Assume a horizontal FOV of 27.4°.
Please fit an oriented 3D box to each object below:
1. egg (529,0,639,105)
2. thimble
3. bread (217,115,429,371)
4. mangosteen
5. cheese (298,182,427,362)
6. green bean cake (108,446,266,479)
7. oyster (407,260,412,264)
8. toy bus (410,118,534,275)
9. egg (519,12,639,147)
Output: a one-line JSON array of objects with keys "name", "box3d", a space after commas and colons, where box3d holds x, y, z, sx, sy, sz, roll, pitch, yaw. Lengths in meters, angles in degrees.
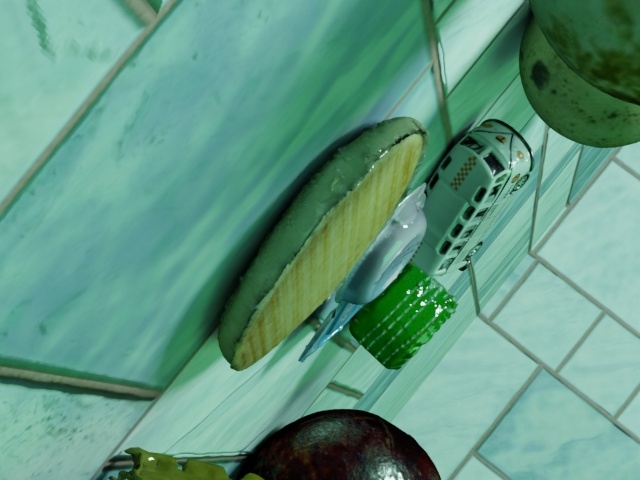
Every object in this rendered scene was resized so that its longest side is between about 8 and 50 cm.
[{"name": "egg", "box3d": [0.279, -0.238, 0.974, 0.289, 0.238, 0.238, -63, 168, 0]}, {"name": "thimble", "box3d": [0.106, 0.094, 1.659, 0.130, 0.090, 0.118, -45, 174, 10]}, {"name": "bread", "box3d": [0.000, 0.000, 1.117, 0.267, 0.040, 0.267, -49, 169, -13]}, {"name": "mangosteen", "box3d": [0.026, 0.387, 1.740, 0.330, 0.330, 0.330, -48, 168, -14]}, {"name": "cheese", "box3d": [0.048, 0.030, 1.369, 0.135, 0.052, 0.244, -37, 163, -43]}, {"name": "green bean cake", "box3d": [-0.146, 0.293, 1.024, 0.310, 0.285, 0.202, -131, -126, -79]}, {"name": "oyster", "box3d": [0.122, 0.011, 1.664, 0.054, 0.019, 0.083, -32, 163, 13]}, {"name": "toy bus", "box3d": [0.158, -0.045, 1.480, 0.089, 0.087, 0.194, -24, 153, -46]}, {"name": "egg", "box3d": [0.289, -0.186, 1.329, 0.177, 0.177, 0.228, -54, -176, 15]}]
